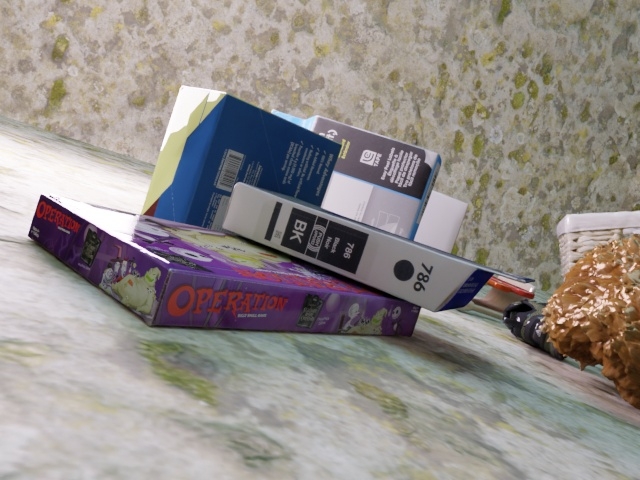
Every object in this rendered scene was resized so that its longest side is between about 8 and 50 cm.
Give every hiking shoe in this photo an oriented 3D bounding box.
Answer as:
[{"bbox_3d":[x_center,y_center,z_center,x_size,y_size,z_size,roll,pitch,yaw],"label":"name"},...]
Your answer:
[{"bbox_3d":[0.364,0.127,0.970,0.114,0.086,0.227,24,7,23],"label":"hiking shoe"}]

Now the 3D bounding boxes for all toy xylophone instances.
[{"bbox_3d":[0.299,0.090,1.193,0.322,0.081,0.236,16,6,-31],"label":"toy xylophone"}]

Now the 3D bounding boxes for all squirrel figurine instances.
[{"bbox_3d":[0.487,0.052,0.736,0.396,0.281,0.370,-7,37,5],"label":"squirrel figurine"}]

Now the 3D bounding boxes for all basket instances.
[{"bbox_3d":[0.749,0.068,1.410,0.328,0.267,0.331,-3,-6,19],"label":"basket"}]

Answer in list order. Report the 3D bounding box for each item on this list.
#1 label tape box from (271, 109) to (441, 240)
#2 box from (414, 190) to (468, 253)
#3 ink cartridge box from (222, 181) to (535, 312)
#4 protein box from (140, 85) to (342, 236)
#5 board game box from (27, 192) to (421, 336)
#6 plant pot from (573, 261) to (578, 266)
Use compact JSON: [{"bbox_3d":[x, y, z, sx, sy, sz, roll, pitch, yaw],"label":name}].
[{"bbox_3d":[0.018,-0.088,1.099,0.347,0.249,0.115,20,4,11],"label":"label tape box"},{"bbox_3d":[0.232,-0.035,1.588,0.168,0.215,0.345,19,5,-7],"label":"box"},{"bbox_3d":[0.068,0.017,0.679,0.332,0.065,0.165,19,4,24],"label":"ink cartridge box"},{"bbox_3d":[-0.111,-0.084,0.836,0.201,0.200,0.136,16,6,-41],"label":"protein box"},{"bbox_3d":[-0.071,0.033,0.583,0.208,0.056,0.346,28,9,38],"label":"board game box"},{"bbox_3d":[0.627,0.133,1.168,0.239,0.254,0.254,3,-5,32],"label":"plant pot"}]
